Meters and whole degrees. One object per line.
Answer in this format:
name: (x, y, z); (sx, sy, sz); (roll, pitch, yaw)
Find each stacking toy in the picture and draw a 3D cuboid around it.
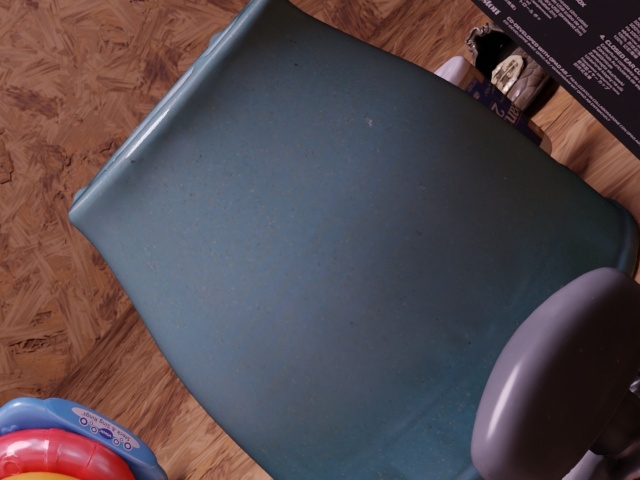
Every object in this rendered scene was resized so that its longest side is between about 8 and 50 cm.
stacking toy: (-0.245, 0.292, 1.101); (0.166, 0.175, 0.302); (-46, 21, 28)

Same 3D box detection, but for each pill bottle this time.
pill bottle: (0.117, -0.065, 0.909); (0.067, 0.120, 0.067); (-46, 11, 11)

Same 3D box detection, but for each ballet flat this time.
ballet flat: (0.170, -0.165, 1.231); (0.084, 0.058, 0.250); (-46, 11, 17)

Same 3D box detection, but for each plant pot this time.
plant pot: (0.000, 0.000, 0.785); (0.272, 0.255, 0.272); (-47, 10, 11)

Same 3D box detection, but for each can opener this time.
can opener: (0.062, 0.141, 0.502); (0.280, 0.093, 0.074); (-58, 14, -23)

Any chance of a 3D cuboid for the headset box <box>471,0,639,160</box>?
headset box: (0.216, -0.127, 0.456); (0.293, 0.218, 0.110); (-37, 16, 53)
